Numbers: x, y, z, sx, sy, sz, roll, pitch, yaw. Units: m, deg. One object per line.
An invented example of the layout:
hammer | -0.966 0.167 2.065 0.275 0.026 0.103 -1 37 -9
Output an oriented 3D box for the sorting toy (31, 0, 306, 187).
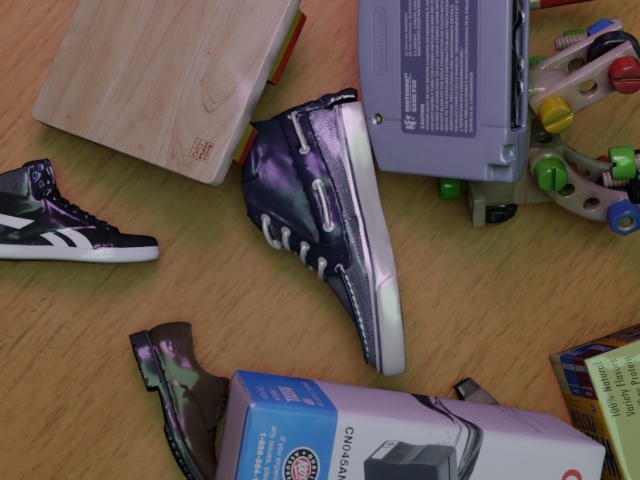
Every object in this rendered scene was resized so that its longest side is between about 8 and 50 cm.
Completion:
sorting toy | -0.162 -0.208 1.251 0.255 0.089 0.257 21 85 22

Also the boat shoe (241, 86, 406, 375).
boat shoe | 0.000 0.000 1.278 0.158 0.127 0.340 -11 79 1

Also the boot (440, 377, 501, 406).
boot | 0.163 0.224 1.305 0.118 0.042 0.087 -30 93 -2

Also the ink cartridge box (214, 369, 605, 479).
ink cartridge box | 0.081 0.318 1.193 0.395 0.166 0.285 9 92 -12

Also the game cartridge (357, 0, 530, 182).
game cartridge | 0.130 -0.215 1.179 0.196 0.060 0.294 8 106 34

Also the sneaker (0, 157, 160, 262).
sneaker | -0.294 -0.035 1.267 0.217 0.079 0.121 2 87 -3

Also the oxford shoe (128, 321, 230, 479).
oxford shoe | -0.140 0.201 1.263 0.096 0.083 0.227 -20 90 -14

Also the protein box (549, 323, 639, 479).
protein box | 0.410 0.197 1.276 0.201 0.136 0.199 -18 88 -6

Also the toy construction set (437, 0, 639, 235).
toy construction set | 0.246 -0.150 1.268 0.237 0.257 0.309 -7 66 7
